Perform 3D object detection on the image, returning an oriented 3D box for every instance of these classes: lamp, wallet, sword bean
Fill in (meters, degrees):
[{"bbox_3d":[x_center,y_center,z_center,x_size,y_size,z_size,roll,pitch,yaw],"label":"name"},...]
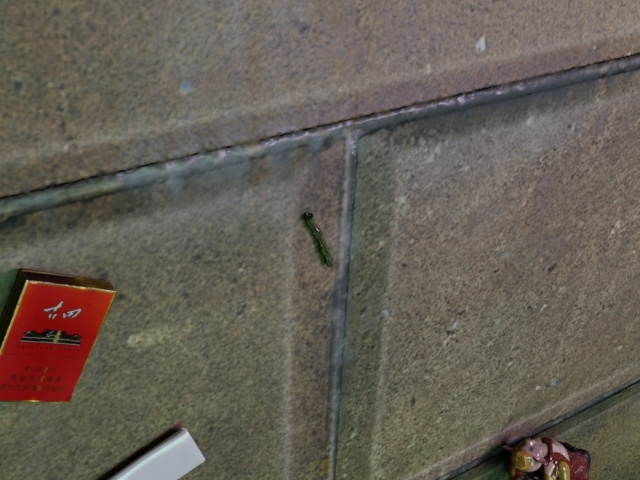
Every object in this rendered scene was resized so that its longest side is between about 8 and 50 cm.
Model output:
[{"bbox_3d":[0.363,0.386,1.340,0.253,0.118,0.118,18,106,-43],"label":"lamp"},{"bbox_3d":[-0.194,0.264,0.904,0.122,0.025,0.061,-32,134,-15],"label":"wallet"},{"bbox_3d":[0.000,0.000,0.886,0.012,0.012,0.083,-36,133,-12],"label":"sword bean"}]

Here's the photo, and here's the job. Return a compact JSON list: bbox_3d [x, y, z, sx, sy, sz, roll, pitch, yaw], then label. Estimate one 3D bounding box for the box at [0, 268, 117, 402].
[{"bbox_3d":[-0.257,0.093,0.747,0.090,0.023,0.133,13,110,-43],"label":"box"}]
